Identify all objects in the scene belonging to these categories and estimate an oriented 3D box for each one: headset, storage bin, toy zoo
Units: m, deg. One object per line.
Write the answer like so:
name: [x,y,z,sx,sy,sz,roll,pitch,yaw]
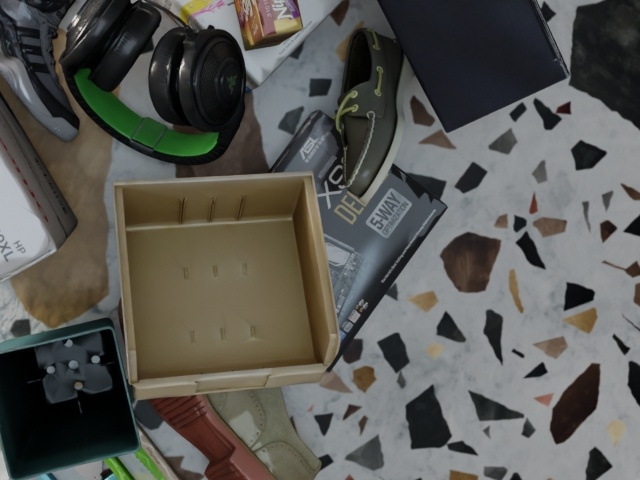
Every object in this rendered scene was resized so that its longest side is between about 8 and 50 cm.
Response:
headset: [-0.196,-0.252,1.263,0.243,0.394,0.185,24,61,0]
storage bin: [-0.128,0.057,1.293,0.262,0.123,0.260,-4,65,-13]
toy zoo: [-0.360,0.395,1.465,0.293,0.030,0.192,-37,100,-5]

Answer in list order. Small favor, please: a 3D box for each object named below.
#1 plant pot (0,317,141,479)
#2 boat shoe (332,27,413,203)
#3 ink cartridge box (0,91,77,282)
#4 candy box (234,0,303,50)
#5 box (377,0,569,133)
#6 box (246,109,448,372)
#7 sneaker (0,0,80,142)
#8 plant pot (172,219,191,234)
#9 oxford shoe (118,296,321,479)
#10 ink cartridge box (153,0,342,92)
plant pot: [-0.342,0.191,1.346,0.166,0.234,0.165,-13,98,-9]
boat shoe: [0.063,-0.181,1.388,0.091,0.109,0.305,26,49,-16]
ink cartridge box: [-0.447,-0.089,1.219,0.166,0.395,0.285,-30,99,-7]
candy box: [-0.069,-0.293,1.201,0.053,0.187,0.109,-14,99,-8]
box: [0.173,-0.343,1.318,0.183,0.296,0.294,-25,112,15]
box: [0.000,0.000,1.471,0.242,0.076,0.307,37,88,-10]
sneaker: [-0.379,-0.276,1.365,0.153,0.101,0.268,-36,102,-8]
plant pot: [-0.227,-0.038,1.427,0.083,0.081,0.081,-3,96,-5]
oxford shoe: [-0.150,0.223,1.459,0.146,0.140,0.397,-36,97,-37]
ink cartridge box: [-0.120,-0.346,1.370,0.233,0.171,0.168,44,87,-11]
